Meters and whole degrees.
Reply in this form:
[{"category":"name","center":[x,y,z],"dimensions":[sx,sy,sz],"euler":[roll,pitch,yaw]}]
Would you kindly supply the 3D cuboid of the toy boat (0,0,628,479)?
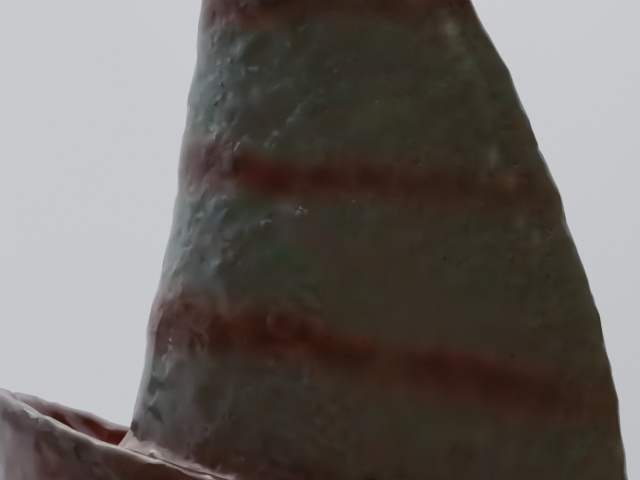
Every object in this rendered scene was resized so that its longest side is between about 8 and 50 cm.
[{"category":"toy boat","center":[0.000,0.000,0.623],"dimensions":[0.096,0.206,0.282],"euler":[30,-114,-73]}]
